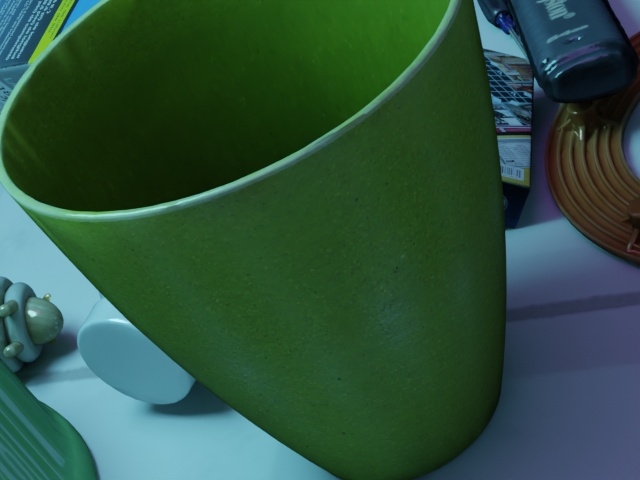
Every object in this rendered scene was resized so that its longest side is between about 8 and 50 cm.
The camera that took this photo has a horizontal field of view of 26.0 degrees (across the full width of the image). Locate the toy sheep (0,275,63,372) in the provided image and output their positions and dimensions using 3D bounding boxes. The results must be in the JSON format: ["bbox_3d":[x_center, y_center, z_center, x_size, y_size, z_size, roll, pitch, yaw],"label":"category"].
[{"bbox_3d":[-0.266,0.070,1.087,0.132,0.091,0.091,-5,38,6],"label":"toy sheep"}]

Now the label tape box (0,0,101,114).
[{"bbox_3d":[-0.222,-0.231,1.327,0.334,0.106,0.240,1,59,49],"label":"label tape box"}]

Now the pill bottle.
[{"bbox_3d":[-0.091,0.015,1.018,0.118,0.117,0.208,-2,43,31],"label":"pill bottle"}]

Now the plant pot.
[{"bbox_3d":[0.000,0.000,0.825,0.275,0.293,0.274,-17,37,13],"label":"plant pot"}]

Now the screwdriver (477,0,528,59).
[{"bbox_3d":[0.167,-0.170,1.180,0.024,0.025,0.170,-24,44,3],"label":"screwdriver"}]

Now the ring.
[{"bbox_3d":[0.319,-0.099,0.974,0.337,0.032,0.336,-17,37,13],"label":"ring"}]

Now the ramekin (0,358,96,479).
[{"bbox_3d":[-0.318,0.179,0.928,0.303,0.148,0.303,-17,36,13],"label":"ramekin"}]

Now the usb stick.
[{"bbox_3d":[0.194,-0.182,1.114,0.077,0.045,0.278,-13,28,7],"label":"usb stick"}]

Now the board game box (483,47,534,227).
[{"bbox_3d":[0.038,-0.103,1.043,0.243,0.042,0.165,14,42,-1],"label":"board game box"}]
